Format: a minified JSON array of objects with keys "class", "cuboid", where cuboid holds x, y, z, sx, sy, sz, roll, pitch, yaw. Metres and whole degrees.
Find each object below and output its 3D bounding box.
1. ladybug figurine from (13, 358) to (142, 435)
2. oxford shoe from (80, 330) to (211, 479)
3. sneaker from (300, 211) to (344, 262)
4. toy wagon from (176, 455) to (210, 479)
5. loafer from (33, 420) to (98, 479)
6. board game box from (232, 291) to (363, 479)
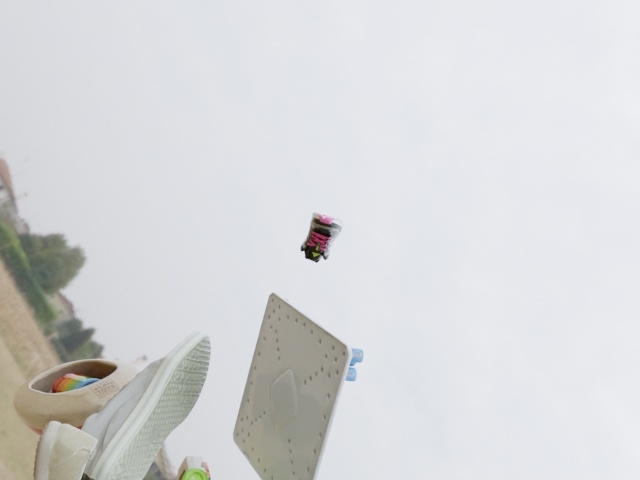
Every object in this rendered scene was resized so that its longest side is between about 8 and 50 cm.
[{"class":"ladybug figurine","cuboid":[-0.615,0.426,1.766,0.449,0.305,0.161,-1,-76,50]},{"class":"oxford shoe","cuboid":[-0.342,0.319,1.311,0.130,0.449,0.169,8,-58,18]},{"class":"sneaker","cuboid":[0.000,0.000,1.265,0.063,0.074,0.170,19,-15,-2]},{"class":"toy wagon","cuboid":[-0.292,0.658,1.476,0.267,0.068,0.344,121,-30,-51]},{"class":"loafer","cuboid":[-0.398,0.416,1.057,0.102,0.092,0.268,-118,-146,-78]},{"class":"board game box","cuboid":[-0.063,0.355,1.517,0.390,0.050,0.389,26,-77,59]}]
